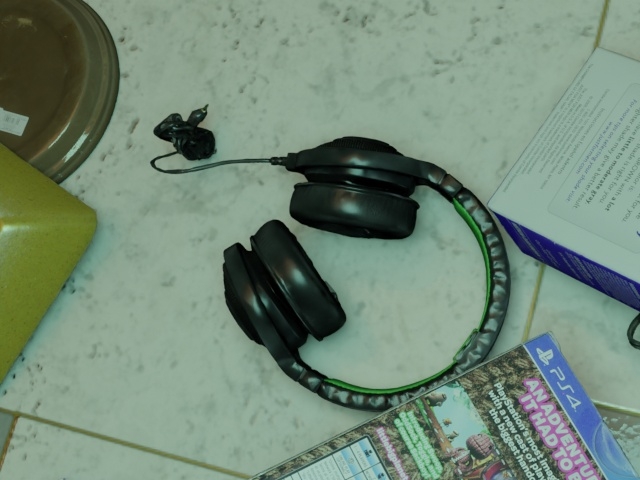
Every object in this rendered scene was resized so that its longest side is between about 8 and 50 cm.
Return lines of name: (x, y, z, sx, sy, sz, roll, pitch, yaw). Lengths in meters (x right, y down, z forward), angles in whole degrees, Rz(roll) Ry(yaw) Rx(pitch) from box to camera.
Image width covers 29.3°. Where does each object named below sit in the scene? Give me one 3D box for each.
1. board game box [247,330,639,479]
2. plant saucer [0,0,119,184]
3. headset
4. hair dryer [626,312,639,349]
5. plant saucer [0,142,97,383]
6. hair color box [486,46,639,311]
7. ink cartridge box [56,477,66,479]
board game box: (0.119, 0.255, 1.025, 0.291, 0.141, 0.232, -24, 67, -11)
plant saucer: (-0.364, -0.174, 1.396, 0.278, 0.041, 0.278, -4, 72, 14)
headset: (0.000, 0.000, 1.208, 0.394, 0.185, 0.243, 36, 89, 8)
hair dryer: (0.409, -0.011, 1.090, 0.293, 0.080, 0.223, -18, 57, 23)
plant saucer: (-0.453, 0.024, 1.311, 0.333, 0.081, 0.333, 34, 93, 23)
hair color box: (0.332, -0.017, 1.021, 0.339, 0.110, 0.185, 30, 82, 40)
ink cartridge box: (-0.325, 0.360, 1.208, 0.208, 0.045, 0.206, -15, 70, 7)
